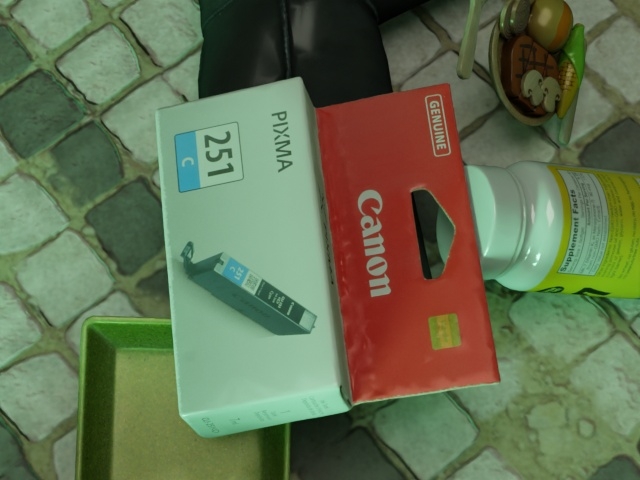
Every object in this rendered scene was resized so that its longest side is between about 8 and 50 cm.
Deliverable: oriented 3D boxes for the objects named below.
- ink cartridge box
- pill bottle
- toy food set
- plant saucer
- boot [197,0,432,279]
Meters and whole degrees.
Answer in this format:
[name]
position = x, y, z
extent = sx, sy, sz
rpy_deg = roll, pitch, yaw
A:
[ink cartridge box]
position = 0.000, 0.000, 1.404
extent = 0.261, 0.066, 0.296
rpy_deg = -11, 65, 8
[pill bottle]
position = 0.218, -0.010, 1.481
extent = 0.208, 0.119, 0.119
rpy_deg = 5, 61, -25
[toy food set]
position = 0.206, -0.175, 1.564
extent = 0.038, 0.192, 0.132
rpy_deg = -2, 72, 43
[plant saucer]
position = -0.119, 0.164, 1.457
extent = 0.188, 0.045, 0.188
rpy_deg = 2, 84, 1
[boot]
position = 0.060, -0.132, 1.564
extent = 0.367, 0.146, 0.445
rpy_deg = -8, 61, 5
